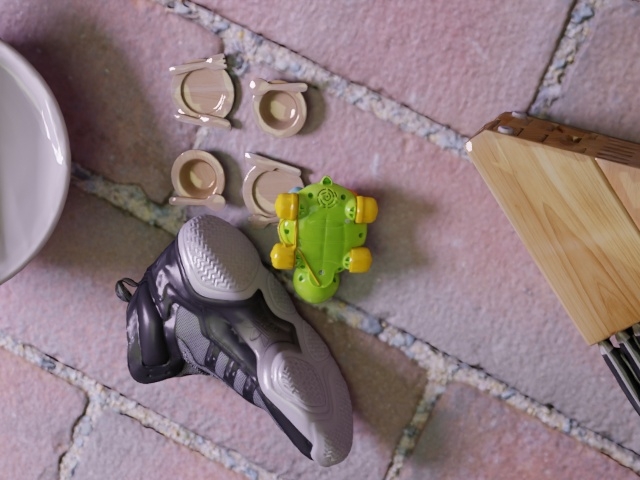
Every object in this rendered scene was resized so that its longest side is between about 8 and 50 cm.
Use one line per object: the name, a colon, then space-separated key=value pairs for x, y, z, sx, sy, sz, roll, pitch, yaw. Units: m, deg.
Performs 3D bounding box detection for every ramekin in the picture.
ramekin: x=-0.377 y=-0.072 z=1.734 sx=0.273 sy=0.127 sz=0.272 roll=0 pitch=90 yaw=-15

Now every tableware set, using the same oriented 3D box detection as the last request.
tableware set: x=-0.078 y=-0.092 z=1.738 sx=0.141 sy=0.020 sz=0.168 roll=7 pitch=107 yaw=17

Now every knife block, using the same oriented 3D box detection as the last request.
knife block: x=0.247 y=0.033 z=1.625 sx=0.276 sy=0.088 sz=0.242 roll=16 pitch=109 yaw=14

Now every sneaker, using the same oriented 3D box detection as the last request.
sneaker: x=-0.087 y=0.117 z=1.762 sx=0.153 sy=0.101 sz=0.268 roll=-33 pitch=90 yaw=28

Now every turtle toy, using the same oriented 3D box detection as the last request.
turtle toy: x=0.000 y=0.000 z=1.711 sx=0.095 sy=0.066 sz=0.130 roll=4 pitch=110 yaw=-7
